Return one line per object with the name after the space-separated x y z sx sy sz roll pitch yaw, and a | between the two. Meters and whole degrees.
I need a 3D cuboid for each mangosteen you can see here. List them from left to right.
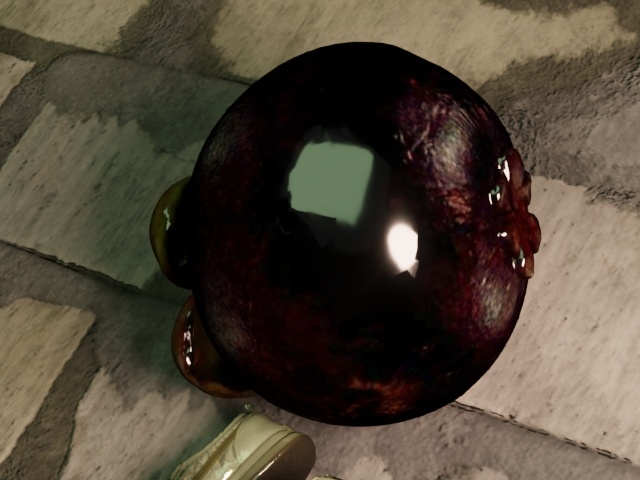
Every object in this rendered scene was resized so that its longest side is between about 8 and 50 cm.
0.000 0.000 1.150 0.435 0.382 0.382 -8 54 28 | mangosteen

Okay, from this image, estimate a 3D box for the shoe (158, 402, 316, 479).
-0.130 0.280 1.163 0.275 0.103 0.098 -41 52 -18 | shoe

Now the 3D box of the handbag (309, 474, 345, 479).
0.135 0.352 0.974 0.359 0.160 0.236 8 74 23 | handbag
